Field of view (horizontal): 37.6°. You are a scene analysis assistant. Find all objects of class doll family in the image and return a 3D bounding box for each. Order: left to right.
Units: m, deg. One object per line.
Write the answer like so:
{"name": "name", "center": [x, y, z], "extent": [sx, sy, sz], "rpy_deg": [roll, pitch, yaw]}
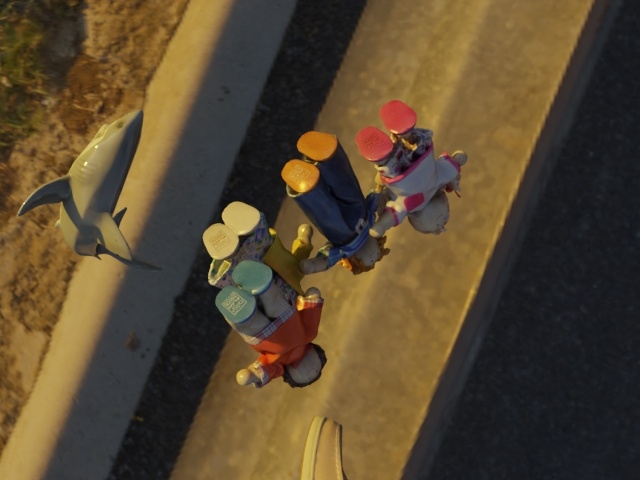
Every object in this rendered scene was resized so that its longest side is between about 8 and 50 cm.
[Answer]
{"name": "doll family", "center": [0.000, 0.000, 0.771], "extent": [0.263, 0.118, 0.163], "rpy_deg": [-48, 143, -12]}

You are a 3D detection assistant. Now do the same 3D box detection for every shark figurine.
{"name": "shark figurine", "center": [-0.253, -0.011, 1.112], "extent": [0.116, 0.278, 0.166], "rpy_deg": [40, 60, 13]}

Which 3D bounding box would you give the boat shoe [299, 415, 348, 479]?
{"name": "boat shoe", "center": [0.034, 0.400, 1.267], "extent": [0.110, 0.341, 0.122], "rpy_deg": [-6, 148, 5]}
